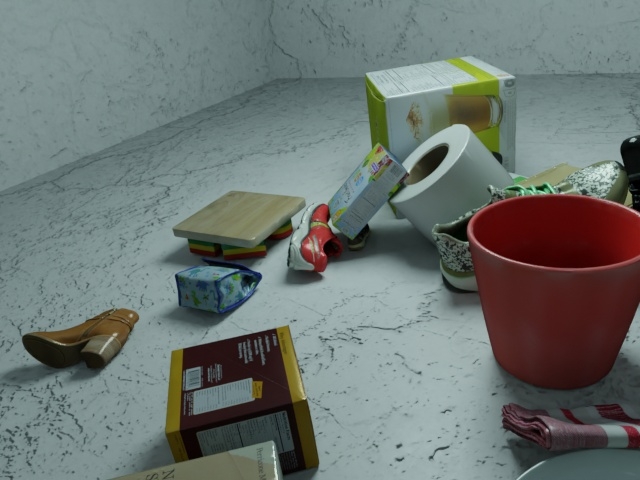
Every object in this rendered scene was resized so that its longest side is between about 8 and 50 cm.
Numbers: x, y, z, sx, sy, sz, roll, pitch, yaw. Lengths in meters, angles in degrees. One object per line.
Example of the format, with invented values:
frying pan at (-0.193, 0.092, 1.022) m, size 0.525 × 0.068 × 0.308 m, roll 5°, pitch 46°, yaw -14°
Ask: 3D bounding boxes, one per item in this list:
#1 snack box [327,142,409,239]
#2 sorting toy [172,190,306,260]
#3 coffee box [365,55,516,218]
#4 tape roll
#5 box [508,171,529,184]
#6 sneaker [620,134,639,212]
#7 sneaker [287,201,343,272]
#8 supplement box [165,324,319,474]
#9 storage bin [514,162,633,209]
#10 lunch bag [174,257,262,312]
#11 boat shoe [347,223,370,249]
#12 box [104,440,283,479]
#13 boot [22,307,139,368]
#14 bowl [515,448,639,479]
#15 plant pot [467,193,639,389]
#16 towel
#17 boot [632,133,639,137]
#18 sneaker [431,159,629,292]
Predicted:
snack box at (0.110, -0.123, 1.383) m, size 0.207 × 0.070 × 0.174 m, roll -51°, pitch 16°, yaw 14°
sorting toy at (-0.204, -0.034, 1.506) m, size 0.255 × 0.089 × 0.257 m, roll 8°, pitch 30°, yaw 29°
coffee box at (0.323, -0.299, 1.599) m, size 0.334 × 0.338 × 0.338 m, roll -10°, pitch 27°, yaw -1°
tape roll at (0.299, -0.124, 1.327) m, size 0.246 × 0.169 × 0.246 m, roll -41°, pitch 19°, yaw 17°
box at (0.472, -0.103, 1.427) m, size 0.101 × 0.102 × 0.087 m, roll -22°, pitch 28°, yaw -23°
sneaker at (0.664, -0.068, 1.116) m, size 0.124 × 0.283 × 0.107 m, roll -35°, pitch 6°, yaw -20°
sneaker at (0.000, 0.000, 1.401) m, size 0.118 × 0.107 × 0.279 m, roll 15°, pitch 33°, yaw 5°
supplement box at (-0.119, 0.250, 0.867) m, size 0.194 × 0.129 × 0.191 m, roll -12°, pitch 26°, yaw -6°
storage bin at (0.582, -0.060, 1.289) m, size 0.260 × 0.123 × 0.262 m, roll -23°, pitch 30°, yaw -26°
lunch bag at (-0.223, 0.092, 1.265) m, size 0.129 × 0.096 × 0.151 m, roll 6°, pitch 16°, yaw 32°
boat shoe at (0.096, -0.028, 1.448) m, size 0.056 × 0.049 × 0.152 m, roll -4°, pitch 26°, yaw 9°
box at (-0.188, 0.362, 0.673) m, size 0.311 × 0.121 × 0.148 m, roll -12°, pitch 26°, yaw -7°
boot at (-0.485, 0.190, 1.168) m, size 0.197 × 0.073 × 0.152 m, roll 9°, pitch 30°, yaw 8°
bowl at (0.309, 0.353, 0.529) m, size 0.298 × 0.134 × 0.298 m, roll -6°, pitch 26°, yaw 3°
plant pot at (0.379, 0.084, 0.922) m, size 0.275 × 0.243 × 0.275 m, roll -7°, pitch 27°, yaw 4°
towel at (0.413, 0.222, 0.707) m, size 0.329 × 0.037 × 0.237 m, roll -4°, pitch -12°, yaw 4°
boot at (0.935, -0.250, 1.616) m, size 0.123 × 0.095 × 0.258 m, roll 8°, pitch 22°, yaw 42°
sneaker at (0.399, -0.050, 1.114) m, size 0.410 × 0.182 × 0.158 m, roll -32°, pitch 42°, yaw 12°
